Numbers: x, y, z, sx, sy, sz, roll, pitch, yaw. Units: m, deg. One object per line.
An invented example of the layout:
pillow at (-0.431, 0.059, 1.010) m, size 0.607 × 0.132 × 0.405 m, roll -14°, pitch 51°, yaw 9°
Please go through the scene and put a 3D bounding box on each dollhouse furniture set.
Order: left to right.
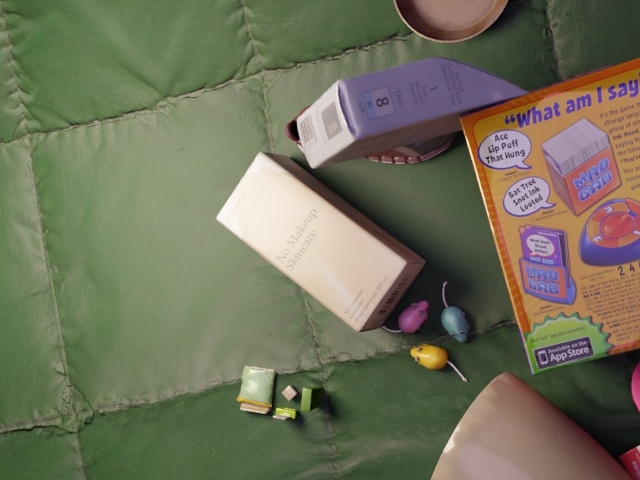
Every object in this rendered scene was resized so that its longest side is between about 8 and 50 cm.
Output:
dollhouse furniture set at (-0.078, 0.260, 1.913) m, size 0.151 × 0.058 × 0.076 m, roll 7°, pitch 91°, yaw 19°

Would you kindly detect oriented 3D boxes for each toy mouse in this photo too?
toy mouse at (0.181, 0.135, 1.838) m, size 0.161 × 0.031 × 0.143 m, roll 19°, pitch 95°, yaw 19°

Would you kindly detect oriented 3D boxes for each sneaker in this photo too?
sneaker at (0.074, -0.175, 1.813) m, size 0.281 × 0.162 × 0.106 m, roll -6°, pitch 87°, yaw 20°

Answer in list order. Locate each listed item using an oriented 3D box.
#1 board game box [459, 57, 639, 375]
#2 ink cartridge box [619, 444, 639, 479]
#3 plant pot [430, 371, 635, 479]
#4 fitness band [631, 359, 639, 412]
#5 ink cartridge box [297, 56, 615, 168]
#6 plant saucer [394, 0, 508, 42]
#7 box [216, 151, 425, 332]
board game box at (0.443, -0.040, 1.577) m, size 0.356 × 0.356 × 0.356 m, roll -17°, pitch 84°, yaw 19°
ink cartridge box at (0.523, 0.314, 1.670) m, size 0.135 × 0.099 × 0.056 m, roll -34°, pitch 61°, yaw 19°
plant pot at (0.333, 0.368, 1.645) m, size 0.274 × 0.256 × 0.257 m, roll 28°, pitch 98°, yaw 25°
fitness band at (0.559, 0.217, 1.588) m, size 0.209 × 0.291 × 0.054 m, roll -35°, pitch 119°, yaw 5°
ink cartridge box at (0.178, -0.207, 1.623) m, size 0.385 × 0.308 × 0.091 m, roll -17°, pitch 89°, yaw -11°
plant saucer at (0.215, -0.416, 1.835) m, size 0.198 × 0.036 × 0.199 m, roll 0°, pitch 89°, yaw 19°
box at (0.000, 0.000, 1.858) m, size 0.311 × 0.121 × 0.148 m, roll 36°, pitch 101°, yaw 16°
